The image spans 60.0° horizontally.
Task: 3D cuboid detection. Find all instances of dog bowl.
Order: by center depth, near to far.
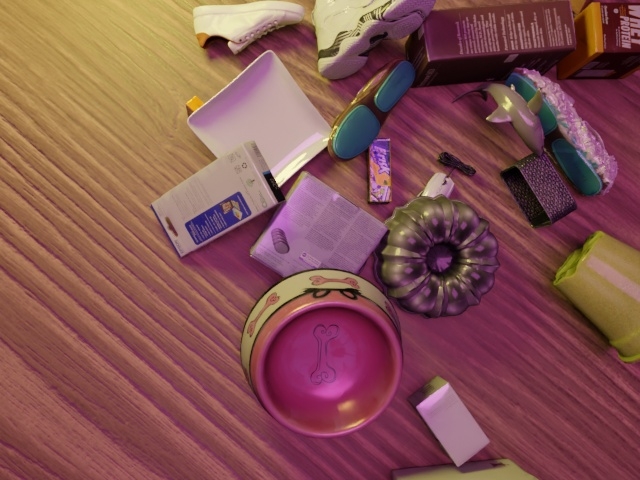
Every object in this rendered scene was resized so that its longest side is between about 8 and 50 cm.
[{"bbox_3d":[0.014,0.280,1.313,0.408,0.150,0.408,-2,102,-7],"label":"dog bowl"}]

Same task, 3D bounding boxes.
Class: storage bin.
[{"bbox_3d":[0.566,-0.132,1.447,0.084,0.122,0.180,-30,88,-5],"label":"storage bin"}]

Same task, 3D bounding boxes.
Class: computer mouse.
[{"bbox_3d":[0.321,-0.141,1.471,0.106,0.042,0.193,35,84,-2],"label":"computer mouse"}]

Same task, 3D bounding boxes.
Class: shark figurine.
[{"bbox_3d":[0.445,-0.333,1.387,0.116,0.166,0.278,-31,57,-10],"label":"shark figurine"}]

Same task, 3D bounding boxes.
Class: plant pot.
[{"bbox_3d":[0.744,0.119,1.388,0.254,0.276,0.276,39,84,10],"label":"plant pot"}]

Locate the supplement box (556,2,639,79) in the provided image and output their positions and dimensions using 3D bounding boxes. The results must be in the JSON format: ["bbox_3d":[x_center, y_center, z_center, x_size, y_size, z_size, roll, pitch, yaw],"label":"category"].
[{"bbox_3d":[0.757,-0.518,1.454,0.194,0.191,0.129,-2,86,-5],"label":"supplement box"}]

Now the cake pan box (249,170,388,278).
[{"bbox_3d":[0.000,0.000,1.369,0.267,0.070,0.245,32,94,-12],"label":"cake pan box"}]

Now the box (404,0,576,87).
[{"bbox_3d":[0.429,-0.504,1.432,0.381,0.191,0.143,-5,86,-4],"label":"box"}]

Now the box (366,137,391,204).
[{"bbox_3d":[0.153,-0.181,1.456,0.059,0.054,0.169,0,86,-4],"label":"box"}]

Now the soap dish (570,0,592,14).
[{"bbox_3d":[0.684,-0.800,1.507,0.291,0.118,0.229,45,84,1],"label":"soap dish"}]

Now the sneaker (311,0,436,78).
[{"bbox_3d":[0.108,-0.576,1.368,0.137,0.366,0.210,-4,74,-45],"label":"sneaker"}]

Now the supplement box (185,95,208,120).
[{"bbox_3d":[-0.307,-0.317,1.412,0.062,0.098,0.036,44,76,1],"label":"supplement box"}]

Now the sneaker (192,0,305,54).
[{"bbox_3d":[-0.181,-0.549,1.447,0.290,0.106,0.123,-4,95,3],"label":"sneaker"}]

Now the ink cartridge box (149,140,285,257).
[{"bbox_3d":[-0.258,-0.095,1.362,0.333,0.065,0.165,-25,96,27],"label":"ink cartridge box"}]

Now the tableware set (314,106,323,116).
[{"bbox_3d":[-0.081,-0.298,1.467,0.141,0.020,0.168,21,85,-3],"label":"tableware set"}]

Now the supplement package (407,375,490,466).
[{"bbox_3d":[0.319,0.451,1.395,0.105,0.105,0.179,-35,88,-6],"label":"supplement package"}]

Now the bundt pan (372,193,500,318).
[{"bbox_3d":[0.302,0.048,1.394,0.331,0.124,0.330,0,95,-5],"label":"bundt pan"}]

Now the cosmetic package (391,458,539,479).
[{"bbox_3d":[0.363,0.756,1.263,0.327,0.329,0.393,-4,85,-4],"label":"cosmetic package"}]

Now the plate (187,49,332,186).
[{"bbox_3d":[-0.145,-0.280,1.395,0.278,0.045,0.277,-42,111,-6],"label":"plate"}]

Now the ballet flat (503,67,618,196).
[{"bbox_3d":[0.643,-0.299,1.471,0.147,0.147,0.409,-38,95,-6],"label":"ballet flat"}]

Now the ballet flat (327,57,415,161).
[{"bbox_3d":[0.110,-0.335,1.430,0.116,0.124,0.342,43,74,-30],"label":"ballet flat"}]
